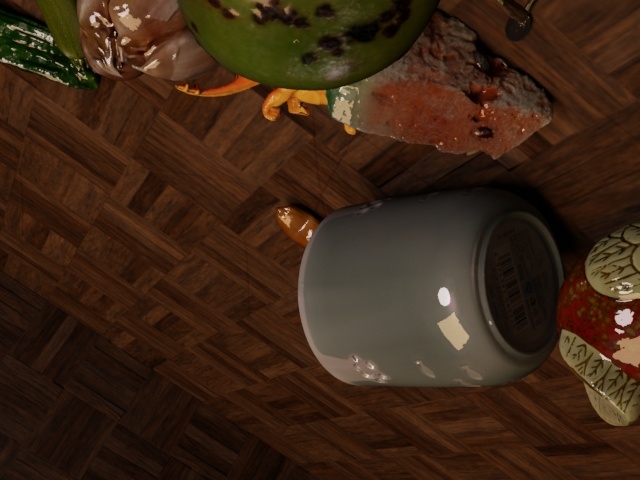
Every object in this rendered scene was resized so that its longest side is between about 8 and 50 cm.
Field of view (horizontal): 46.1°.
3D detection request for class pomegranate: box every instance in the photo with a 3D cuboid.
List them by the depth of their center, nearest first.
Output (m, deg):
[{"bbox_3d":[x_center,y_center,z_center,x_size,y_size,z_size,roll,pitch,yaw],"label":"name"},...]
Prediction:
[{"bbox_3d":[0.026,-0.245,0.592,0.323,0.290,0.291,31,151,-2],"label":"pomegranate"}]

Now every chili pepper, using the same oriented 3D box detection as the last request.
[{"bbox_3d":[-0.446,-0.301,1.150,0.257,0.074,0.100,24,148,2],"label":"chili pepper"}]

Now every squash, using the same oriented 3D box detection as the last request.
[{"bbox_3d":[-0.356,-0.336,1.007,0.069,0.069,0.258,18,151,20],"label":"squash"}]

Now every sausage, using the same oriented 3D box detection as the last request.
[{"bbox_3d":[0.000,0.000,1.235,0.183,0.054,0.062,36,119,-7],"label":"sausage"}]

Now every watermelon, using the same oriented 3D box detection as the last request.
[{"bbox_3d":[0.129,-0.162,0.798,0.241,0.154,0.094,22,153,-12],"label":"watermelon"}]

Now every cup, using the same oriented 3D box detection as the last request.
[{"bbox_3d":[0.191,0.073,1.016,0.357,0.259,0.275,12,166,-40],"label":"cup"}]

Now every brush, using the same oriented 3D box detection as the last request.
[{"bbox_3d":[0.202,-0.224,0.737,0.024,0.008,0.083,31,152,5],"label":"brush"}]

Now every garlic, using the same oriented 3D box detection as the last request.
[{"bbox_3d":[-0.205,-0.277,0.883,0.214,0.191,0.160,25,128,33],"label":"garlic"}]

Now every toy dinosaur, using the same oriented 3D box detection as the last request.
[{"bbox_3d":[-0.017,-0.194,0.873,0.288,0.070,0.117,9,116,-13],"label":"toy dinosaur"}]

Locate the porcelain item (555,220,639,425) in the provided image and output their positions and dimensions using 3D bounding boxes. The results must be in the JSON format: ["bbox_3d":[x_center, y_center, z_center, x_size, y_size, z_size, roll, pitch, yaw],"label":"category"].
[{"bbox_3d":[0.391,0.102,0.827,0.253,0.253,0.253,22,151,13],"label":"porcelain item"}]
